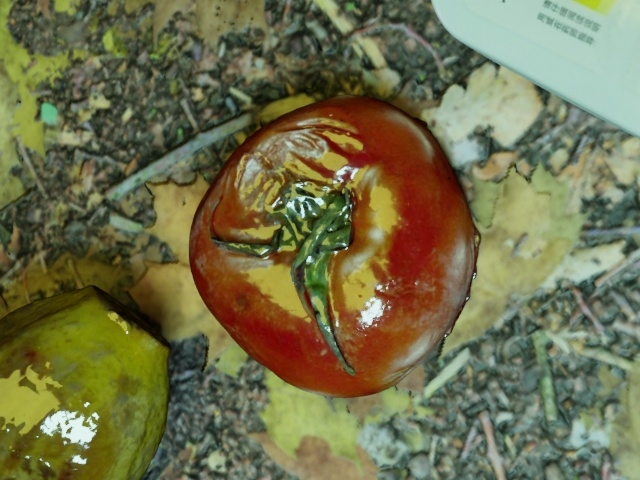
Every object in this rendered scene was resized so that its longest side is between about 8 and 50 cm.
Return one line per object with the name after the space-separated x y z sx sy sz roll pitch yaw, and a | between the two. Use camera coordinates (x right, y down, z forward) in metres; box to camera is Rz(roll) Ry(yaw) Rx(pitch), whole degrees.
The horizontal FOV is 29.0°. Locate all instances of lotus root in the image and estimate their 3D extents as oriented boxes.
-0.229 0.160 0.973 0.193 0.193 0.291 41 106 23 | lotus root

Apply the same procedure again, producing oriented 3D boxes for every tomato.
-0.003 -0.001 0.907 0.227 0.101 0.228 -3 83 23 | tomato

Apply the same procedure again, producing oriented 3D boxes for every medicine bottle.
0.173 -0.182 0.828 0.296 0.111 0.161 35 101 25 | medicine bottle
